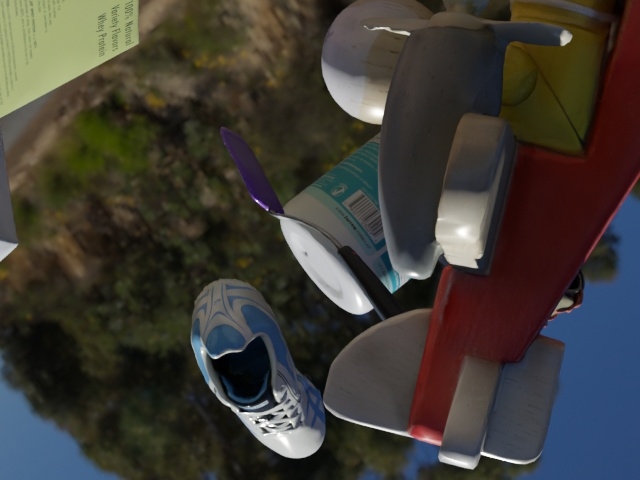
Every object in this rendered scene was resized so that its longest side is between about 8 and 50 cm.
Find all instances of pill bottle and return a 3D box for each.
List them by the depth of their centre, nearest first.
[{"bbox_3d":[0.097,-0.050,1.512,0.264,0.146,0.146,-37,-170,-14],"label":"pill bottle"}]

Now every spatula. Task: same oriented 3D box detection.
[{"bbox_3d":[0.000,0.000,1.298,0.030,0.296,0.084,-47,157,5],"label":"spatula"}]

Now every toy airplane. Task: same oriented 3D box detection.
[{"bbox_3d":[0.106,-0.046,0.919,0.384,0.272,0.386,-50,172,-38],"label":"toy airplane"}]

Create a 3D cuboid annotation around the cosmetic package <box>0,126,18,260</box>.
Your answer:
[{"bbox_3d":[-0.379,-0.134,0.853,0.377,0.284,0.097,17,136,-44],"label":"cosmetic package"}]

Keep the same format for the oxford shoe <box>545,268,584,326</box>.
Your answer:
[{"bbox_3d":[0.189,0.067,1.389,0.130,0.348,0.123,16,-143,16],"label":"oxford shoe"}]

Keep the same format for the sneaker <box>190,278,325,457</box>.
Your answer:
[{"bbox_3d":[-0.055,0.131,1.227,0.085,0.237,0.086,-10,-132,14],"label":"sneaker"}]

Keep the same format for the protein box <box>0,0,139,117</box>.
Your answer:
[{"bbox_3d":[-0.296,-0.254,1.357,0.201,0.136,0.200,-33,155,-25],"label":"protein box"}]
